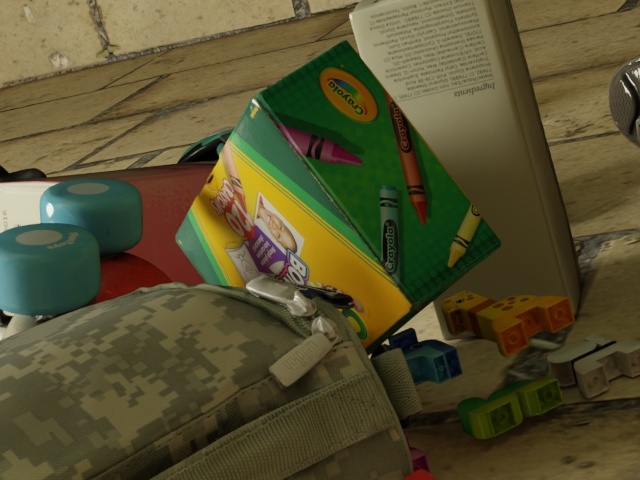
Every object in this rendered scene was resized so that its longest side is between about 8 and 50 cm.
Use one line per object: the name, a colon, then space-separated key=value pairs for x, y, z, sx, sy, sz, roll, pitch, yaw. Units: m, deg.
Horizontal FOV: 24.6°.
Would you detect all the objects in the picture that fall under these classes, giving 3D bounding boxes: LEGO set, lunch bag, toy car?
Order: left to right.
lunch bag: x=-0.123 y=0.149 z=0.645 sx=0.305 sy=0.212 sz=0.256 roll=-27 pitch=-5 yaw=-31
toy car: x=-0.086 y=0.088 z=0.996 sx=0.238 sy=0.219 sz=0.210 roll=3 pitch=19 yaw=7
LEGO set: x=0.100 y=0.083 z=0.997 sx=0.227 sy=0.087 sz=0.093 roll=-22 pitch=17 yaw=-20

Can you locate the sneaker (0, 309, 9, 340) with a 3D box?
sneaker: x=-0.331 y=0.102 z=1.377 sx=0.081 sy=0.080 sz=0.211 roll=-18 pitch=15 yaw=-16

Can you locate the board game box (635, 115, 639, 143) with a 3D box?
board game box: x=0.421 y=-0.084 z=1.128 sx=0.291 sy=0.141 sz=0.232 roll=-8 pitch=18 yaw=28

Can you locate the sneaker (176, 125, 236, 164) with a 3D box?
sneaker: x=-0.045 y=-0.101 z=1.737 sx=0.302 sy=0.108 sz=0.121 roll=-17 pitch=15 yaw=28

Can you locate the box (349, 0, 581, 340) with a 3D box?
box: x=0.118 y=-0.069 z=1.142 sx=0.113 sy=0.275 sz=0.094 roll=-11 pitch=17 yaw=17

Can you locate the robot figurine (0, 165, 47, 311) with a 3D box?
robot figurine: x=-0.419 y=0.007 z=1.610 sx=0.278 sy=0.173 sz=0.209 roll=-14 pitch=4 yaw=10

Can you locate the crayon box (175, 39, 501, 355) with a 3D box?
crayon box: x=0.000 y=0.000 z=1.024 sx=0.081 sy=0.165 sz=0.278 roll=-34 pitch=-7 yaw=-24

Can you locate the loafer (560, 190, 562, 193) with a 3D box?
loafer: x=0.197 y=-0.049 z=1.401 sx=0.056 sy=0.050 sz=0.148 roll=-16 pitch=16 yaw=2

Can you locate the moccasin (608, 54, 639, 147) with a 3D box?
moccasin: x=0.450 y=-0.146 z=1.318 sx=0.380 sy=0.139 sz=0.147 roll=-11 pitch=11 yaw=29

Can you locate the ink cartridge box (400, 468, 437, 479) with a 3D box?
ink cartridge box: x=0.015 y=0.209 z=0.450 sx=0.296 sy=0.066 sz=0.261 roll=-27 pitch=58 yaw=-30

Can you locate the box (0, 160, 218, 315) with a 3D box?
box: x=-0.166 y=-0.003 z=1.372 sx=0.149 sy=0.126 sz=0.232 roll=2 pitch=9 yaw=44
